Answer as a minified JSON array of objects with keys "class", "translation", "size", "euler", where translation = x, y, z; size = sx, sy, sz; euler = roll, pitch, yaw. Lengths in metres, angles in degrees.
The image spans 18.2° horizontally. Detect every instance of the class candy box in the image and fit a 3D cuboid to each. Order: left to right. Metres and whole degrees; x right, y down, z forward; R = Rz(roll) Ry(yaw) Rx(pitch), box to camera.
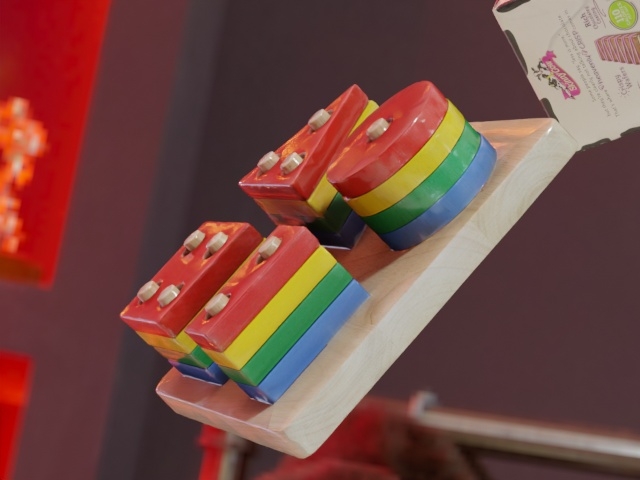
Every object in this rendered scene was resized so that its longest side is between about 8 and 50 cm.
[{"class":"candy box","translation":[0.290,-0.189,1.741],"size":[0.233,0.071,0.159],"euler":[-20,-67,25]}]

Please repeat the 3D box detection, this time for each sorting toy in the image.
[{"class":"sorting toy","translation":[0.000,0.000,1.272],"size":[0.089,0.255,0.257],"euler":[46,-14,-16]}]
